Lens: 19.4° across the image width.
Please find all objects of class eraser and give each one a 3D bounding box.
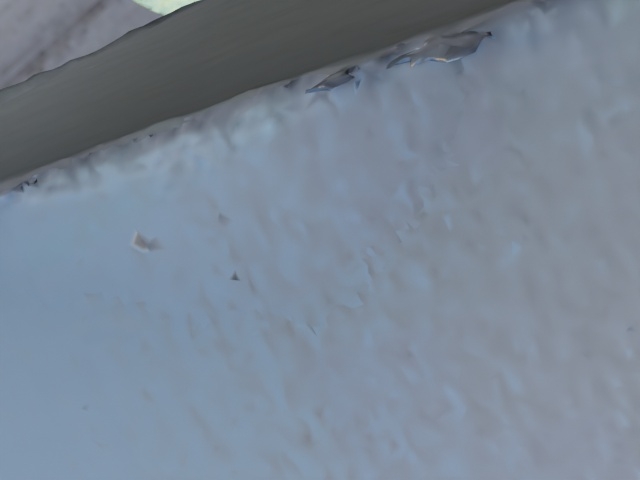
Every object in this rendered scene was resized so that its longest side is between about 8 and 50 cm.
[{"bbox_3d":[0.000,0.000,0.551,0.331,0.331,0.150,-90,-21,-76],"label":"eraser"}]

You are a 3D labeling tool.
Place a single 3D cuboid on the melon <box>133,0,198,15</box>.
[{"bbox_3d":[-0.057,-0.318,1.242,0.331,0.343,0.226,50,-159,-12],"label":"melon"}]
